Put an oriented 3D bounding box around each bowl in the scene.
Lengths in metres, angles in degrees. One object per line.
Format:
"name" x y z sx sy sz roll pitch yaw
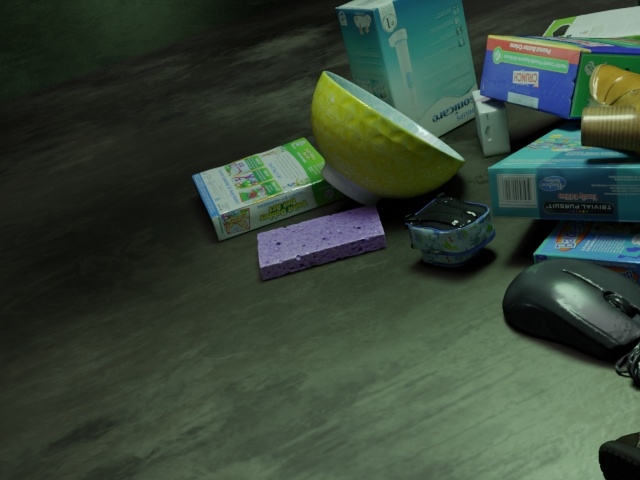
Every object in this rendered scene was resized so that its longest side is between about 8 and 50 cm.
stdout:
"bowl" 0.089 -0.151 1.578 0.156 0.289 0.289 -58 24 13

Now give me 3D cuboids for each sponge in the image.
"sponge" 0.000 0.000 1.507 0.210 0.031 0.117 -14 27 1

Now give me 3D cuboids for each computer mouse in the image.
"computer mouse" 0.342 0.073 1.125 0.188 0.072 0.272 -35 32 -32

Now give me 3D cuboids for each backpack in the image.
"backpack" 0.200 -0.012 1.357 0.105 0.084 0.114 -34 26 -31

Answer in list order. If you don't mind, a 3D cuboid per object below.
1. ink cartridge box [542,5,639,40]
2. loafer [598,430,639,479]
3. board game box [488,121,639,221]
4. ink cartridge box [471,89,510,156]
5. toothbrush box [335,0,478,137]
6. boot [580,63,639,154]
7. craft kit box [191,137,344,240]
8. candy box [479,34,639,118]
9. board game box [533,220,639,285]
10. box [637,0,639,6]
"ink cartridge box" 0.602 -0.410 1.908 0.255 0.097 0.189 -2 30 30
"loafer" 0.355 0.220 0.817 0.078 0.080 0.220 -29 29 -24
"board game box" 0.434 -0.110 1.350 0.253 0.079 0.336 3 19 34
"ink cartridge box" 0.318 -0.222 1.699 0.052 0.089 0.122 -9 27 8
"toothbrush box" 0.180 -0.351 1.797 0.216 0.296 0.126 -30 28 -25
"boot" 0.482 -0.180 1.274 0.211 0.104 0.295 4 23 19
"craft kit box" -0.107 -0.105 1.750 0.246 0.061 0.250 -22 27 -6
"candy box" 0.485 -0.289 1.594 0.317 0.122 0.268 -5 19 -23
"board game box" 0.420 0.006 1.239 0.210 0.047 0.160 6 33 37
"box" 0.775 -0.551 1.988 0.147 0.180 0.077 13 38 45
